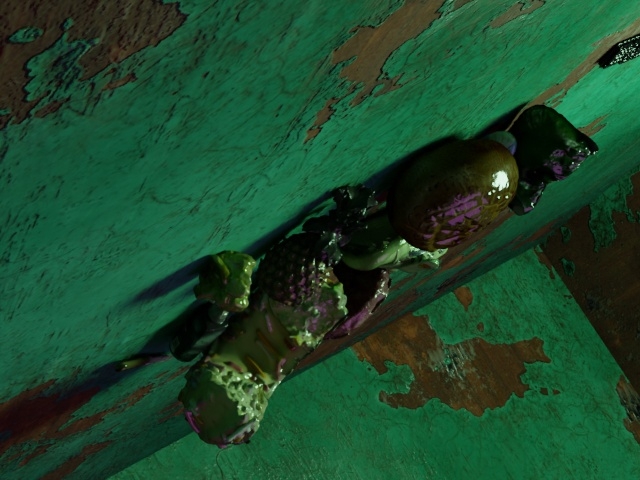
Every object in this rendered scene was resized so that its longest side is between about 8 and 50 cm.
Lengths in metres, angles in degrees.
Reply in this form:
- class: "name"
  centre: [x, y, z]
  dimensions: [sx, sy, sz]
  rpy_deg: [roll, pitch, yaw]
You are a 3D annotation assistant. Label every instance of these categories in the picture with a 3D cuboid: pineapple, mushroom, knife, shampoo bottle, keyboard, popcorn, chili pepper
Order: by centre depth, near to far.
- class: "popcorn"
  centre: [-0.145, 0.061, 1.879]
  dimensions: [0.109, 0.089, 0.097]
  rpy_deg: [137, -23, -80]
- class: "pineapple"
  centre: [0.000, 0.000, 1.984]
  dimensions: [0.251, 0.125, 0.125]
  rpy_deg: [-49, 162, 27]
- class: "mushroom"
  centre: [0.234, -0.083, 2.099]
  dimensions: [0.253, 0.153, 0.253]
  rpy_deg: [-27, 163, -9]
- class: "shampoo bottle"
  centre: [-0.211, 0.153, 2.164]
  dimensions: [0.063, 0.057, 0.207]
  rpy_deg: [-9, 155, -37]
- class: "keyboard"
  centre: [0.605, -0.368, 2.206]
  dimensions: [0.231, 0.023, 0.072]
  rpy_deg: [-25, 165, -33]
- class: "knife"
  centre: [0.274, -0.133, 2.216]
  dimensions: [0.222, 0.064, 0.031]
  rpy_deg: [-38, -174, 37]
- class: "chili pepper"
  centre: [0.377, -0.143, 2.227]
  dimensions: [0.116, 0.148, 0.264]
  rpy_deg: [-46, -178, -28]
- class: "knife"
  centre: [-0.335, 0.232, 2.279]
  dimensions: [0.047, 0.017, 0.298]
  rpy_deg: [-32, 173, 11]

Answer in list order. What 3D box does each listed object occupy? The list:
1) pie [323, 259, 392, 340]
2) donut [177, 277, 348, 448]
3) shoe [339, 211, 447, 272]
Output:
- class: "pie"
  centre: [0.045, 0.106, 2.357]
  dimensions: [0.219, 0.054, 0.204]
  rpy_deg: [-42, -149, -2]
- class: "donut"
  centre: [-0.117, 0.209, 2.188]
  dimensions: [0.371, 0.150, 0.307]
  rpy_deg: [-51, -173, -22]
- class: "shoe"
  centre: [0.160, 0.002, 2.267]
  dimensions: [0.140, 0.128, 0.262]
  rpy_deg: [-11, -163, 48]
